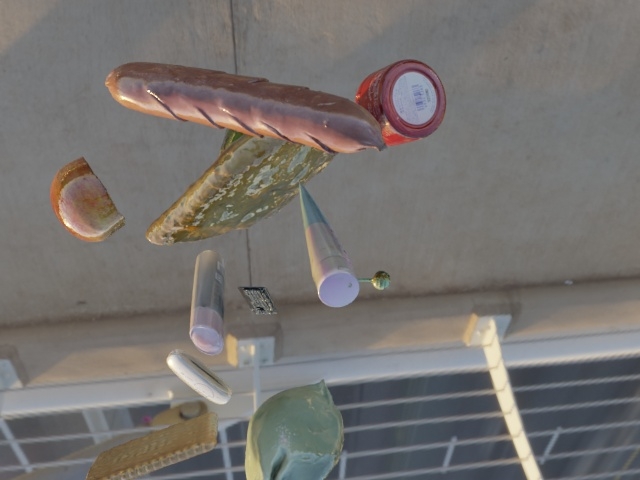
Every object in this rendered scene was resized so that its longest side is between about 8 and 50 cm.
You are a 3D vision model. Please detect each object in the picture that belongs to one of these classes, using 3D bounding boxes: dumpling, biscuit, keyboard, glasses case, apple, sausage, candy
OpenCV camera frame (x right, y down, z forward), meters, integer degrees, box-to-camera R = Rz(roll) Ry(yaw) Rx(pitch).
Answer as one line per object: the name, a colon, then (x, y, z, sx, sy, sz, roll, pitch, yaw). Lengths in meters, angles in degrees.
dumpling: (-0.057, 0.499, 1.492, 0.320, 0.211, 0.270, -14, 97, -31)
biscuit: (-0.312, 0.397, 1.191, 0.249, 0.160, 0.030, -19, 97, -7)
keyboard: (-0.160, 0.157, 1.633, 0.074, 0.015, 0.196, -3, 155, 4)
glasses case: (-0.316, 0.356, 1.655, 0.197, 0.049, 0.076, 41, 133, -8)
apple: (-0.714, -0.112, 1.901, 0.163, 0.293, 0.251, -35, 95, -16)
biscuit: (-0.127, -0.144, 1.484, 0.446, 0.104, 0.429, -39, 166, 27)
sausage: (-0.110, -0.194, 0.911, 0.432, 0.088, 0.088, 14, 134, 12)
candy: (0.123, 0.125, 2.029, 0.202, 0.061, 0.061, 2, 133, 0)

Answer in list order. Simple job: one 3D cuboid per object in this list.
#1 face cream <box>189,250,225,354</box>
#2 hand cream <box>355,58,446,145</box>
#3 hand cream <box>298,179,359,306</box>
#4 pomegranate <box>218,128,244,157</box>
face cream: (-0.265, 0.140, 1.507, 0.073, 0.269, 0.107, -20, 129, 8)
hand cream: (0.190, -0.323, 1.501, 0.193, 0.125, 0.193, -1, 92, -25)
hand cream: (0.000, 0.000, 1.137, 0.070, 0.312, 0.111, -28, 120, 4)
pomegranate: (-0.160, -0.271, 1.868, 0.284, 0.285, 0.341, -3, 170, -6)
